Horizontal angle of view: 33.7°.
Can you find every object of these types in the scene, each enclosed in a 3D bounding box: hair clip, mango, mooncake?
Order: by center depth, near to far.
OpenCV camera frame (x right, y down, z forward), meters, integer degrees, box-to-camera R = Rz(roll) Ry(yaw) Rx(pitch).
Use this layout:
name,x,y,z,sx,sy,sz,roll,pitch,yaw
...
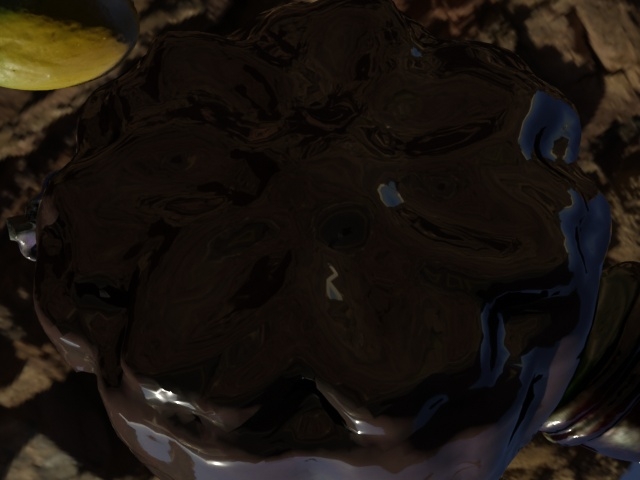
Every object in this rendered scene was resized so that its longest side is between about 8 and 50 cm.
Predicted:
name,x,y,z,sx,sy,sz,roll,pitch,yaw
mooncake,0.002,-0.002,0.530,0.283,0.141,0.283,-2,-120,3
mango,-0.258,-0.192,0.931,0.195,0.130,0.091,-11,-132,-12
hair clip,-0.280,-0.036,1.282,0.052,0.196,0.124,-155,-123,-64

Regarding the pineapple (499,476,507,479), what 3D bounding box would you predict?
name,x,y,z,sx,sy,sz,roll,pitch,yaw
pineapple,0.152,0.329,1.231,0.175,0.361,0.175,-23,-132,27

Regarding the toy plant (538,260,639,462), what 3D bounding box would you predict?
name,x,y,z,sx,sy,sz,roll,pitch,yaw
toy plant,0.217,0.087,0.929,0.175,0.235,0.218,-48,-171,43
